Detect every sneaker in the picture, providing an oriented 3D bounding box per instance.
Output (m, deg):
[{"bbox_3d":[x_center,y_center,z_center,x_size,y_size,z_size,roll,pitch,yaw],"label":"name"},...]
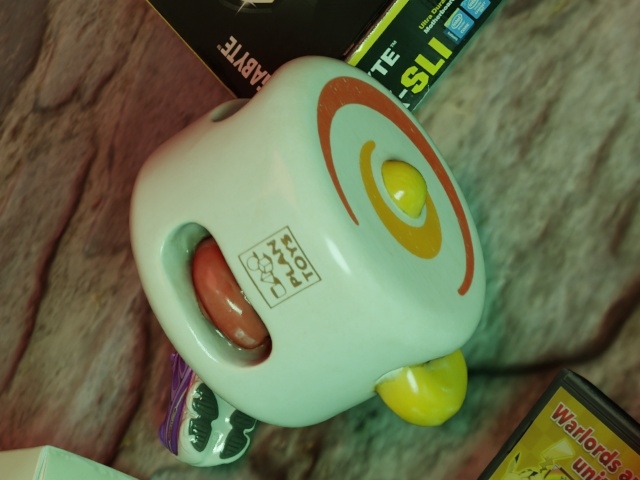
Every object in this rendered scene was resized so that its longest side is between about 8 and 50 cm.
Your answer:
[{"bbox_3d":[-0.070,0.063,1.070,0.071,0.068,0.169,2,68,53],"label":"sneaker"}]

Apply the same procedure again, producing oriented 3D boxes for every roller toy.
[{"bbox_3d":[0.000,0.000,0.937,0.146,0.191,0.209,-30,47,28],"label":"roller toy"}]

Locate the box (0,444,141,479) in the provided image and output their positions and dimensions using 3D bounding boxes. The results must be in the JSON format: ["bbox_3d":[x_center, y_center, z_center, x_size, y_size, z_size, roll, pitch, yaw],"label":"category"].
[{"bbox_3d":[-0.244,0.208,1.119,0.275,0.113,0.094,-14,58,42],"label":"box"}]

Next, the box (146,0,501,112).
[{"bbox_3d":[0.006,-0.219,1.164,0.257,0.079,0.322,-49,40,8],"label":"box"}]

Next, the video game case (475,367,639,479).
[{"bbox_3d":[0.128,0.230,0.781,0.248,0.035,0.275,-54,39,6],"label":"video game case"}]
